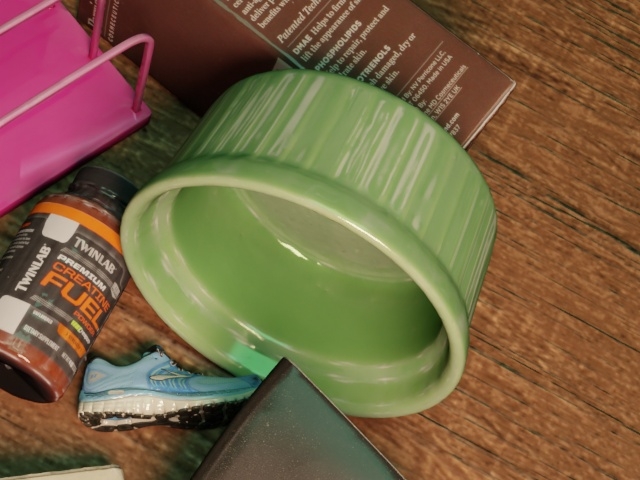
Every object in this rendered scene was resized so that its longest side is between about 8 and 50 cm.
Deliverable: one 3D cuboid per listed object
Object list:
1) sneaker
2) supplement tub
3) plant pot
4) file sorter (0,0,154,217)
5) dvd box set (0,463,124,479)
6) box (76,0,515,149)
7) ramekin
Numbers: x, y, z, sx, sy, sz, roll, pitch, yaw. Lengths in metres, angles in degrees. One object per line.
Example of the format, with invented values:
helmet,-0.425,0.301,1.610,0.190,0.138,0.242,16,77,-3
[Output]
sneaker,-0.128,0.121,1.291,0.162,0.063,0.073,1,64,-13
supplement tub,-0.223,0.033,1.280,0.106,0.106,0.198,27,64,-1
plant pot,-0.029,0.233,1.211,0.188,0.187,0.167,45,75,7
file sorter,-0.307,-0.201,1.315,0.202,0.182,0.291,-36,80,-23
dvd box set,-0.224,0.382,1.084,0.307,0.062,0.420,0,65,-46
box,-0.031,-0.176,1.367,0.381,0.191,0.143,39,65,5
ramekin,0.000,0.000,1.248,0.303,0.303,0.148,28,57,-1
